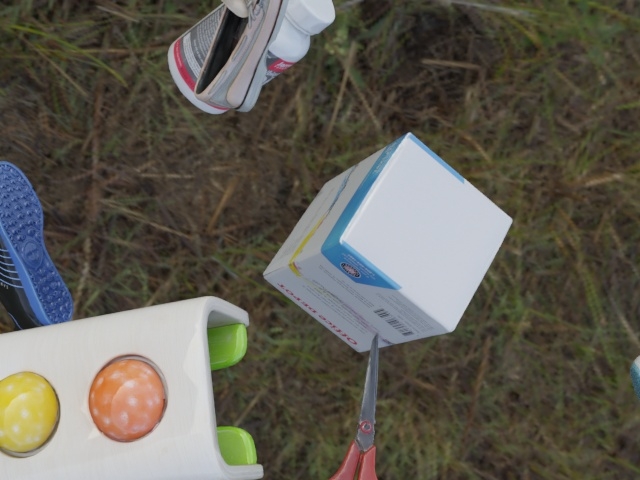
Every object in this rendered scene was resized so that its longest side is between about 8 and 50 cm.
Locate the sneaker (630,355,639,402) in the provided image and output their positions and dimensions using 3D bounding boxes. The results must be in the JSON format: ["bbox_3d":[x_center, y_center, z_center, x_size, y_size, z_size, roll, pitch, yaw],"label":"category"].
[{"bbox_3d":[0.479,0.216,1.066,0.208,0.127,0.319,-32,97,9],"label":"sneaker"}]

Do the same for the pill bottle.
[{"bbox_3d":[-0.132,-0.396,1.988,0.318,0.176,0.176,-30,138,30],"label":"pill bottle"}]

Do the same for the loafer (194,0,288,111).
[{"bbox_3d":[-0.050,-0.142,0.657,0.039,0.045,0.125,2,121,-29],"label":"loafer"}]

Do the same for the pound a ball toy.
[{"bbox_3d":[-0.162,0.159,0.711,0.136,0.319,0.208,36,46,-69],"label":"pound a ball toy"}]

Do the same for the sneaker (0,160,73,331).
[{"bbox_3d":[-0.409,0.015,1.345,0.081,0.090,0.232,-28,102,-59],"label":"sneaker"}]

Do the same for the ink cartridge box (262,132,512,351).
[{"bbox_3d":[0.087,0.014,1.441,0.198,0.270,0.197,39,65,-13],"label":"ink cartridge box"}]

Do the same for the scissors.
[{"bbox_3d":[0.066,0.273,1.365,0.021,0.109,0.297,109,5,-64],"label":"scissors"}]
